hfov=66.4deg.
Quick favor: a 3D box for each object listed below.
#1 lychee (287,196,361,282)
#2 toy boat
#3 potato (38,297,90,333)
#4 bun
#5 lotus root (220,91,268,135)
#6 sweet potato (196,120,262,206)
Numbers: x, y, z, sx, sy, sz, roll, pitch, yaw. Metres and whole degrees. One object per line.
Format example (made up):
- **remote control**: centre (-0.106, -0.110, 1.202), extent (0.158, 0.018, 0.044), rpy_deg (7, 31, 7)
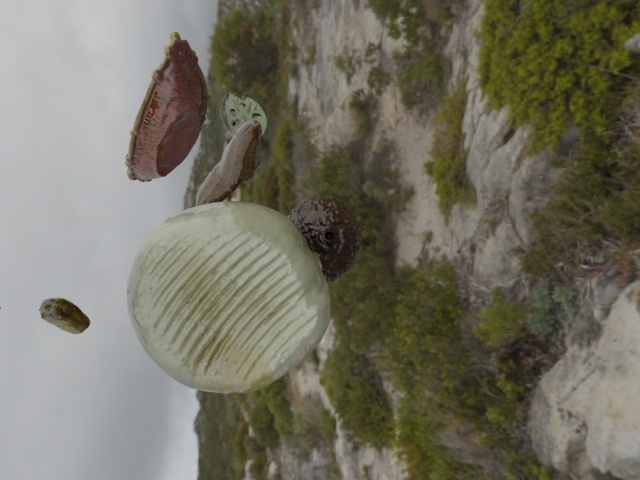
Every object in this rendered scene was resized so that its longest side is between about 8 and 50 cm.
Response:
- **lychee**: centre (0.000, 0.000, 1.089), extent (0.238, 0.200, 0.200), rpy_deg (136, 134, -86)
- **toy boat**: centre (-0.275, -0.201, 0.870), extent (0.099, 0.141, 0.318), rpy_deg (53, 132, 20)
- **potato**: centre (-0.403, 0.119, 0.775), extent (0.083, 0.051, 0.040), rpy_deg (50, -140, -40)
- **bun**: centre (-0.166, 0.097, 0.922), extent (0.219, 0.365, 0.365), rpy_deg (-112, 24, -84)
- **lotus root**: centre (-0.265, -0.464, 1.777), extent (0.203, 0.183, 0.078), rpy_deg (-44, 13, 51)
- **sweet potato**: centre (-0.207, -0.185, 1.207), extent (0.341, 0.092, 0.114), rpy_deg (-45, 3, 41)
